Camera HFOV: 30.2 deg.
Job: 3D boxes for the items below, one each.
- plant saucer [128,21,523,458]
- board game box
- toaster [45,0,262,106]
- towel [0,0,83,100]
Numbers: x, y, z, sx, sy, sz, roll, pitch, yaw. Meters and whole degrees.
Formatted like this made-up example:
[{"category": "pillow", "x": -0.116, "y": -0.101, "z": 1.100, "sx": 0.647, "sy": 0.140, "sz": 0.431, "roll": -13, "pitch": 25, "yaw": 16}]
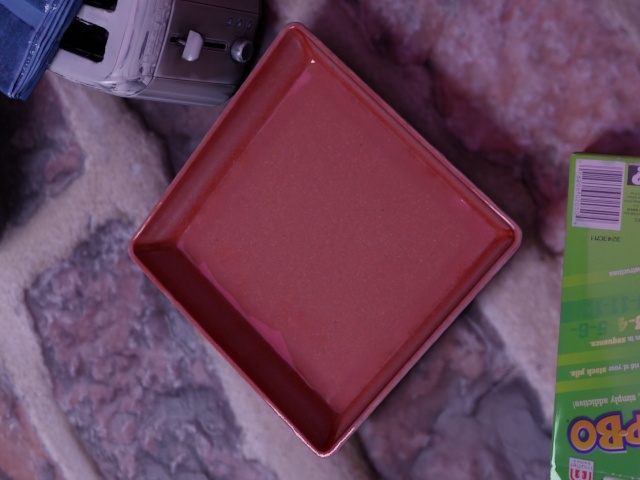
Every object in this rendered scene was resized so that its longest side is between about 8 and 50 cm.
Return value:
[{"category": "plant saucer", "x": 0.000, "y": 0.000, "z": 0.972, "sx": 0.258, "sy": 0.048, "sz": 0.259, "roll": 45, "pitch": 113, "yaw": 15}, {"category": "board game box", "x": 0.238, "y": 0.068, "z": 0.868, "sx": 0.124, "sy": 0.039, "sz": 0.259, "roll": 6, "pitch": 95, "yaw": 26}, {"category": "toaster", "x": -0.172, "y": -0.193, "z": 0.980, "sx": 0.227, "sy": 0.146, "sz": 0.129, "roll": 25, "pitch": 105, "yaw": 22}, {"category": "towel", "x": -0.226, "y": -0.171, "z": 0.910, "sx": 0.067, "sy": 0.029, "sz": 0.119, "roll": 40, "pitch": 111, "yaw": 18}]
